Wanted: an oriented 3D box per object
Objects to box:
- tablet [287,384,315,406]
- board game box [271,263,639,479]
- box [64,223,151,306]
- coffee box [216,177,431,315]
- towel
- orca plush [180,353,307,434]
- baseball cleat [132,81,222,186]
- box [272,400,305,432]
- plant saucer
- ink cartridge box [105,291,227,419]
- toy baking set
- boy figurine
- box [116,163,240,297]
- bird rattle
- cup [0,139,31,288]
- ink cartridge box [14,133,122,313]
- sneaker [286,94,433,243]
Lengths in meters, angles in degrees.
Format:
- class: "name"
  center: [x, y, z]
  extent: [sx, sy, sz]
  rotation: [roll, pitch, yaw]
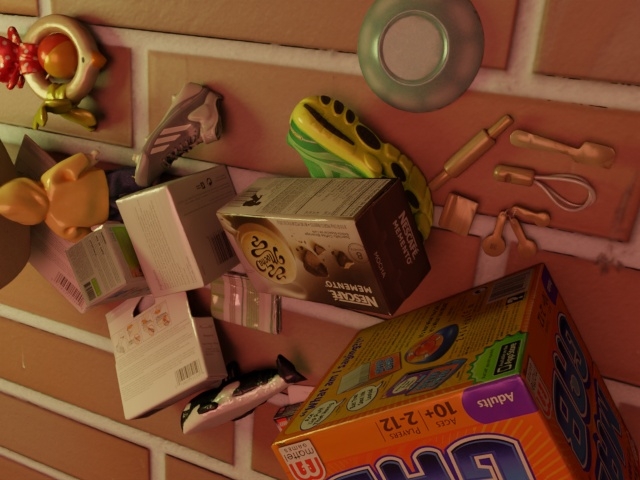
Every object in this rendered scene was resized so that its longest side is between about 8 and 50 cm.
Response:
- class: "tablet"
  center: [-0.025, 0.311, 1.214]
  extent: [0.083, 0.006, 0.054]
  rotation: [-1, 108, 25]
- class: "board game box"
  center: [0.220, 0.305, 0.902]
  extent: [0.356, 0.356, 0.356]
  rotation: [-25, 97, 29]
- class: "box"
  center: [-0.338, 0.038, 1.128]
  extent: [0.103, 0.203, 0.114]
  rotation: [-28, 81, 23]
- class: "coffee box"
  center: [0.000, 0.000, 0.960]
  extent: [0.297, 0.119, 0.168]
  rotation: [6, 129, 42]
- class: "towel"
  center: [-0.148, 0.119, 1.191]
  extent: [0.151, 0.023, 0.113]
  rotation: [10, 111, 21]
- class: "orca plush"
  center: [-0.170, 0.281, 1.217]
  extent: [0.287, 0.151, 0.102]
  rotation: [-38, 59, 32]
- class: "baseball cleat"
  center: [-0.239, -0.172, 1.065]
  extent: [0.109, 0.072, 0.206]
  rotation: [27, 89, 8]
- class: "box"
  center: [0.020, 0.356, 1.188]
  extent: [0.207, 0.036, 0.114]
  rotation: [-23, 102, 29]
- class: "plant saucer"
  center: [0.141, -0.285, 0.914]
  extent: [0.194, 0.037, 0.195]
  rotation: [8, 112, 22]
- class: "ink cartridge box"
  center: [-0.328, 0.213, 1.276]
  extent: [0.275, 0.060, 0.239]
  rotation: [-31, 66, 31]
- class: "toy baking set"
  center: [0.292, -0.085, 0.925]
  extent: [0.196, 0.030, 0.256]
  rotation: [43, 119, 2]
- class: "boy figurine"
  center: [-0.431, -0.070, 1.107]
  extent: [0.092, 0.285, 0.177]
  rotation: [36, 131, 54]
- class: "box"
  center: [-0.230, -0.021, 1.087]
  extent: [0.119, 0.181, 0.182]
  rotation: [-13, 102, 27]
- class: "bird rattle"
  center: [-0.503, -0.327, 1.163]
  extent: [0.207, 0.143, 0.253]
  rotation: [-44, 74, 18]
- class: "cup"
  center: [-0.697, -0.022, 1.172]
  extent: [0.330, 0.331, 0.237]
  rotation: [2, 136, 23]
- class: "ink cartridge box"
  center: [-0.530, -0.035, 1.282]
  extent: [0.296, 0.066, 0.261]
  rotation: [43, 119, 4]
- class: "sneaker"
  center: [0.065, -0.103, 0.989]
  extent: [0.295, 0.109, 0.123]
  rotation: [46, 148, -2]
